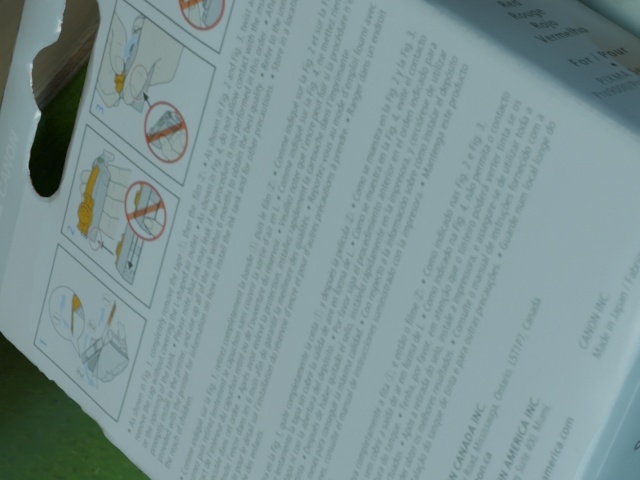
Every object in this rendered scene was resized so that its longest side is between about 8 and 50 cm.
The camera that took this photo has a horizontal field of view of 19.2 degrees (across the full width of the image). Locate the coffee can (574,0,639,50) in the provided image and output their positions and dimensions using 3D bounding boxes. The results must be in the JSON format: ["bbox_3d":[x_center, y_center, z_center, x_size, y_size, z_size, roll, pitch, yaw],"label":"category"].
[{"bbox_3d":[0.133,-0.053,0.442,0.201,0.201,0.275,31,124,7],"label":"coffee can"}]

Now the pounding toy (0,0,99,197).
[{"bbox_3d":[-0.046,-0.044,0.557,0.237,0.183,0.110,-20,129,39],"label":"pounding toy"}]

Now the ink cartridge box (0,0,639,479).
[{"bbox_3d":[0.000,0.000,0.413,0.179,0.045,0.145,39,126,32],"label":"ink cartridge box"}]

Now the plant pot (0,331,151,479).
[{"bbox_3d":[-0.131,0.162,0.636,0.276,0.254,0.276,10,119,20],"label":"plant pot"}]
